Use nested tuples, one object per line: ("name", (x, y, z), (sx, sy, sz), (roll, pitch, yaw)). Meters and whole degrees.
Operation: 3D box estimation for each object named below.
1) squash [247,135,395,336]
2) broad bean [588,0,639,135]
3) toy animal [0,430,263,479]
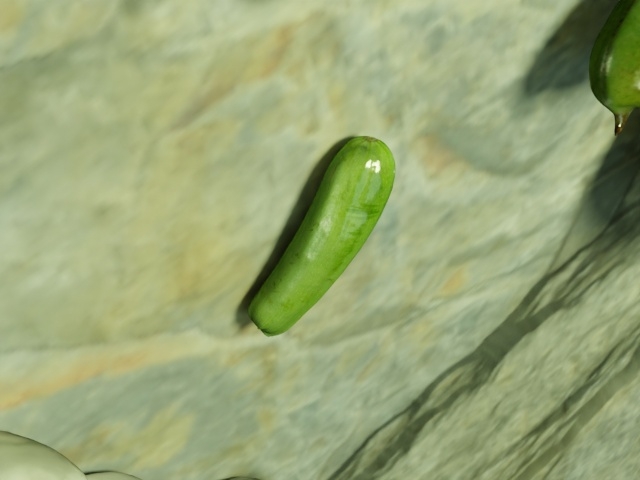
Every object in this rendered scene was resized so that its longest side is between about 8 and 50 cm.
("squash", (0.001, 0.000, 0.526), (0.027, 0.027, 0.089), (1, 127, -48))
("broad bean", (0.198, -0.130, 0.576), (0.256, 0.052, 0.053), (-39, -177, -14))
("toy animal", (-0.042, 0.219, 0.498), (0.206, 0.265, 0.271), (-50, 149, 10))
